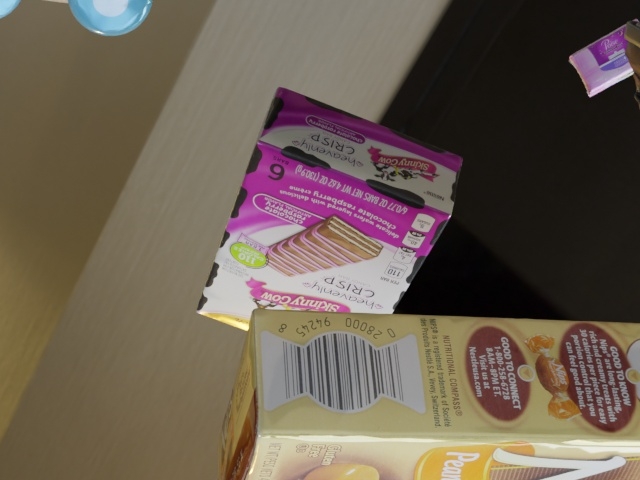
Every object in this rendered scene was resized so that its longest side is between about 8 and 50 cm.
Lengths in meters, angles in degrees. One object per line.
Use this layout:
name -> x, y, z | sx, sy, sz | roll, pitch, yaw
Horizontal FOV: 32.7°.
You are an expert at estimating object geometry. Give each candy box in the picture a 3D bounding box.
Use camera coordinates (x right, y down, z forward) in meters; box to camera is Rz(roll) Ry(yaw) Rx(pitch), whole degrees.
candy box -> 0.000, 0.000, 0.912 | 0.159, 0.233, 0.071 | 20, -131, -3
candy box -> 0.101, 0.128, 0.695 | 0.316, 0.183, 0.087 | 3, -124, -10

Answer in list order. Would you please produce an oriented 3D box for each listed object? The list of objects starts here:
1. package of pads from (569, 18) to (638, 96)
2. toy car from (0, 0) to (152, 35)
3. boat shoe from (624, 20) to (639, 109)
package of pads -> 0.314, -0.196, 1.174 | 0.050, 0.083, 0.032 | 63, -167, 10
toy car -> -0.233, -0.334, 0.948 | 0.210, 0.238, 0.219 | 4, -147, -17
boat shoe -> 0.320, -0.125, 0.956 | 0.111, 0.104, 0.307 | 8, -160, 6
